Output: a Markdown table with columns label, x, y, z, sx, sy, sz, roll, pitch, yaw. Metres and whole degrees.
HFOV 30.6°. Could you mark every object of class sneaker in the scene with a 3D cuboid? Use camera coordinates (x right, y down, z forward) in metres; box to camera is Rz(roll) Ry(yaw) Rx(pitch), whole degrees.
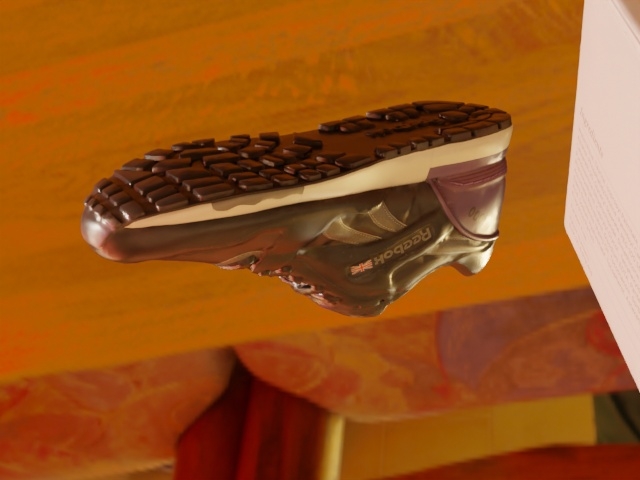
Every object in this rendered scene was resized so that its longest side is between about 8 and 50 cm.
| label | x | y | z | sx | sy | sz | roll | pitch | yaw |
| --- | --- | --- | --- | --- | --- | --- | --- | --- | --- |
| sneaker | 0.000 | 0.000 | 0.706 | 0.283 | 0.107 | 0.124 | -12 | 113 | -27 |

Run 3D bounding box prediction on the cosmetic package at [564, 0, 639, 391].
| label | x | y | z | sx | sy | sz | roll | pitch | yaw |
| --- | --- | --- | --- | --- | --- | --- | --- | --- | --- |
| cosmetic package | 0.476 | -0.077 | 1.266 | 0.329 | 0.327 | 0.394 | -9 | 133 | -3 |
